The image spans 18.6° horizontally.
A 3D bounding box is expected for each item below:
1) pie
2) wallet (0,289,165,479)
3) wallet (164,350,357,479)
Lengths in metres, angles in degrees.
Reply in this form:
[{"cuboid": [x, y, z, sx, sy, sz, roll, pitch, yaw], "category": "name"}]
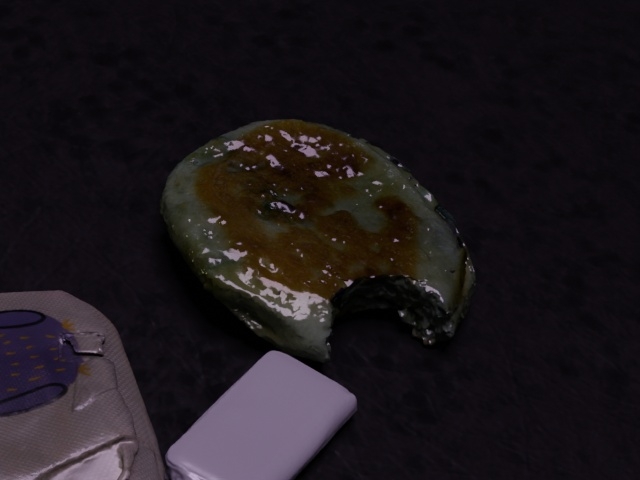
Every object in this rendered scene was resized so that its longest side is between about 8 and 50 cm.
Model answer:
[{"cuboid": [-0.004, -0.005, 1.768, 0.302, 0.067, 0.302, 10, 38, -8], "category": "pie"}, {"cuboid": [-0.267, 0.147, 1.497, 0.275, 0.068, 0.335, -5, 41, -20], "category": "wallet"}, {"cuboid": [-0.050, 0.157, 1.581, 0.095, 0.033, 0.190, 28, 40, 19], "category": "wallet"}]
